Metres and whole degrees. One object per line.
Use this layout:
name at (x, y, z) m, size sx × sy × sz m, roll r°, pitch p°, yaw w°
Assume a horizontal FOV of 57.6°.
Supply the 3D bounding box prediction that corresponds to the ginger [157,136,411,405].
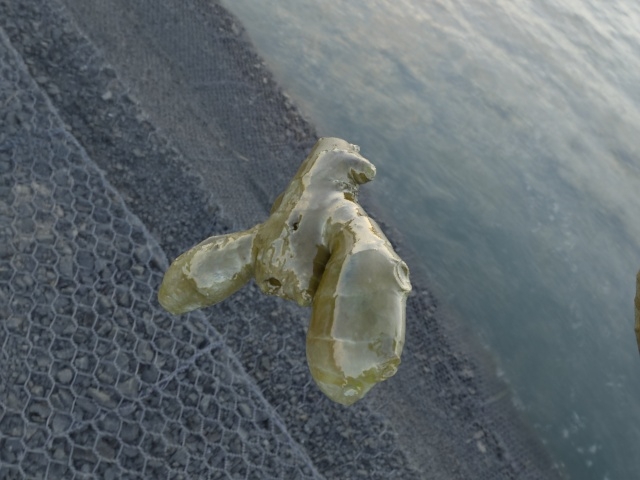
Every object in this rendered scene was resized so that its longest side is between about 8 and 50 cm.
ginger at (0.002, -0.008, 0.723) m, size 0.348 × 0.363 × 0.122 m, roll -55°, pitch 128°, yaw -20°

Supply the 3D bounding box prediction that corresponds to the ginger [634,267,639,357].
ginger at (0.343, 0.096, 0.556) m, size 0.115 × 0.081 × 0.205 m, roll -15°, pitch 94°, yaw -27°
